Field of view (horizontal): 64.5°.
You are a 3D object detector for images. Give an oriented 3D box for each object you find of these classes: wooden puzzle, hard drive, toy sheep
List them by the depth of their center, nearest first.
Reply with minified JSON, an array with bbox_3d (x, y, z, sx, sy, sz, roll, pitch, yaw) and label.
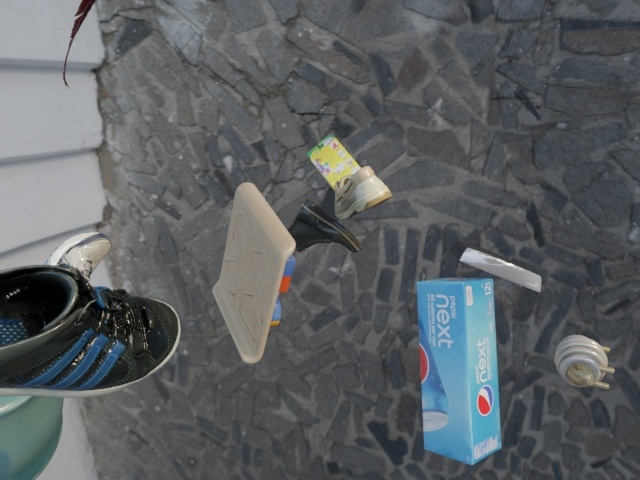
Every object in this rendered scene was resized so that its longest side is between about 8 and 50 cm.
[{"bbox_3d":[0.454,0.208,0.882,0.091,0.132,0.091,8,113,19],"label":"toy sheep"},{"bbox_3d":[-0.161,0.075,1.272,0.322,0.080,0.348,51,130,46],"label":"wooden puzzle"},{"bbox_3d":[0.528,0.073,1.536,0.254,0.172,0.054,22,100,-1],"label":"hard drive"}]

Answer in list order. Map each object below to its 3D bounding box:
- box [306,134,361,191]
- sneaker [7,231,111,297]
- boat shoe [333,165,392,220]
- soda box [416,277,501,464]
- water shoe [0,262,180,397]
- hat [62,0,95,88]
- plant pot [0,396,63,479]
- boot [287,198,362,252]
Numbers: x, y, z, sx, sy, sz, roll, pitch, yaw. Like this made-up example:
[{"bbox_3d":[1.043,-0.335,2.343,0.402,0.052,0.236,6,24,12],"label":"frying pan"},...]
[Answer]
[{"bbox_3d":[0.049,-0.226,1.541,0.105,0.043,0.179,-38,80,2],"label":"box"},{"bbox_3d":[-0.262,0.048,0.526,0.058,0.135,0.052,23,146,20],"label":"sneaker"},{"bbox_3d":[0.086,-0.119,1.247,0.109,0.302,0.098,-30,93,-9],"label":"boat shoe"},{"bbox_3d":[0.169,0.153,0.623,0.071,0.067,0.210,-3,89,49],"label":"soda box"},{"bbox_3d":[-0.160,0.057,0.324,0.080,0.203,0.073,-38,67,27],"label":"water shoe"},{"bbox_3d":[-0.336,-0.378,0.728,0.208,0.183,0.173,-34,85,-17],"label":"hat"},{"bbox_3d":[-0.523,0.238,0.773,0.271,0.271,0.255,41,128,5],"label":"plant pot"},{"bbox_3d":[0.000,0.000,1.365,0.197,0.077,0.137,39,96,-3],"label":"boot"}]
